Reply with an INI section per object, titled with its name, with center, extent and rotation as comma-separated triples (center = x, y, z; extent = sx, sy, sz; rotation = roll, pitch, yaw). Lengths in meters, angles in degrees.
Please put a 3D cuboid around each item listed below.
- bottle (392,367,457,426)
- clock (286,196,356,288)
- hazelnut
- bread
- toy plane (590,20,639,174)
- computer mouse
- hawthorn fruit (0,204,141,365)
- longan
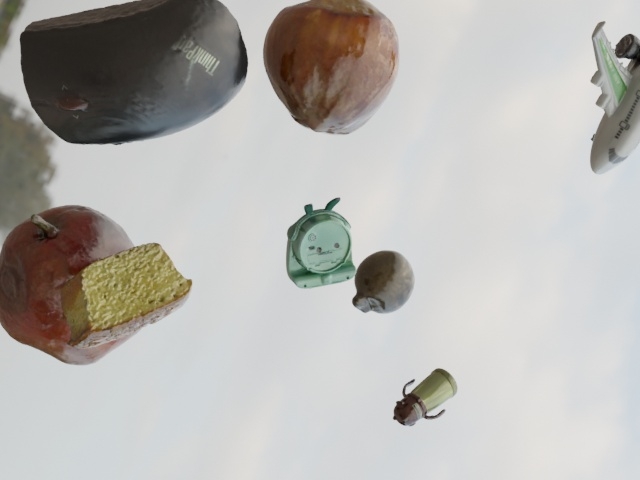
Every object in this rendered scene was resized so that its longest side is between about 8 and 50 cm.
[bottle]
center = 0.141, 0.222, 2.105
extent = 0.101, 0.047, 0.063
rotation = -35, -139, -28
[clock]
center = 0.000, 0.000, 2.178
extent = 0.041, 0.101, 0.135
rotation = -136, -142, -59
[hazelnut]
center = 0.020, -0.224, 1.909
extent = 0.182, 0.182, 0.182
rotation = -55, -161, 31
[bread]
center = -0.257, 0.070, 1.976
extent = 0.103, 0.187, 0.065
rotation = 62, -33, 12
[toy plane]
center = 0.449, -0.206, 2.108
extent = 0.255, 0.251, 0.101
rotation = -58, -156, 14
[computer mouse]
center = -0.222, -0.196, 1.797
extent = 0.100, 0.269, 0.170
rotation = -80, 157, -55
[hawthorn fruit]
center = -0.356, 0.049, 2.125
extent = 0.261, 0.224, 0.224
rotation = 87, 14, -56
[longan]
center = 0.099, 0.073, 2.476
extent = 0.119, 0.106, 0.106
rotation = -43, -170, -19
